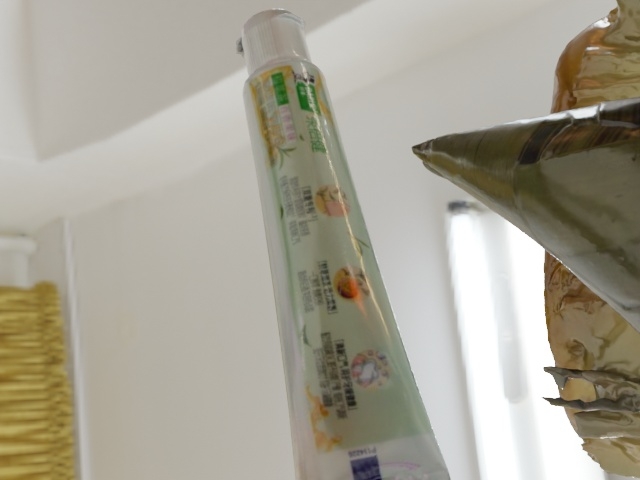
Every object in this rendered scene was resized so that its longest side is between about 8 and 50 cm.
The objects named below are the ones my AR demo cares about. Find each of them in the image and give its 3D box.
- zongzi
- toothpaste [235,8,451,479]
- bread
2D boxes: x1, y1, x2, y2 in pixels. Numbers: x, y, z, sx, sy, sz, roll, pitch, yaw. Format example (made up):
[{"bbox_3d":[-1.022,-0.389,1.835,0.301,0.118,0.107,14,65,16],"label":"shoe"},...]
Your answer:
[{"bbox_3d":[0.191,0.042,0.661,0.289,0.123,0.260,-13,-89,40],"label":"zongzi"},{"bbox_3d":[0.000,0.000,0.674,0.058,0.056,0.314,-33,-125,34],"label":"toothpaste"},{"bbox_3d":[0.280,-0.001,0.982,0.183,0.236,0.389,0,-102,47],"label":"bread"}]
